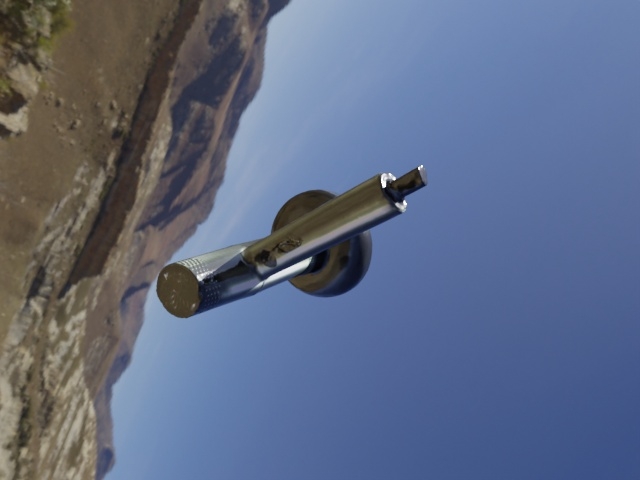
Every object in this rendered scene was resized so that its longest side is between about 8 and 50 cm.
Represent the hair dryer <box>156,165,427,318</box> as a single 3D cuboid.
[{"bbox_3d":[0.012,0.013,0.720,0.320,0.283,0.156,-21,100,-68],"label":"hair dryer"}]
